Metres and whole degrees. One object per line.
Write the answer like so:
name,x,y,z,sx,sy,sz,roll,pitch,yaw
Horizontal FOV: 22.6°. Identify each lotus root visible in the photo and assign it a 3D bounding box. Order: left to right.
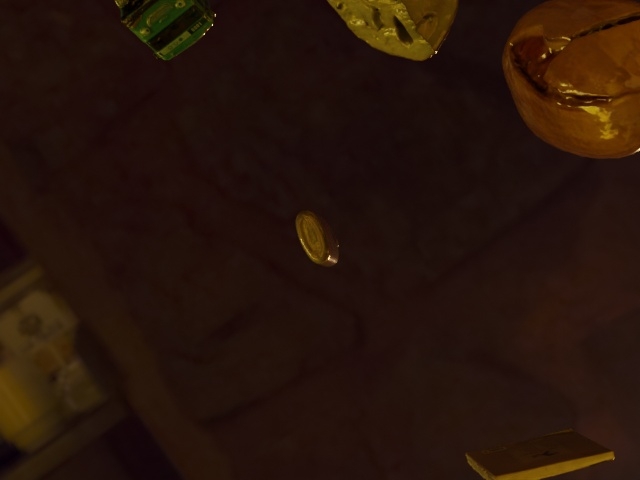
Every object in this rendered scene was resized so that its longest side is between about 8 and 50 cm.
lotus root,0.086,-0.361,2.160,0.138,0.235,0.119,-3,41,41

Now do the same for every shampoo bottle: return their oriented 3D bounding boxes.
shampoo bottle,0.000,0.000,2.298,0.040,0.080,0.165,-24,-7,7

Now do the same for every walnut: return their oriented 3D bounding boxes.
walnut,0.345,-0.195,1.921,0.203,0.203,0.298,-35,32,-18

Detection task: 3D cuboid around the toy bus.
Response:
toy bus,-0.167,-0.264,1.703,0.079,0.092,0.160,-37,33,13

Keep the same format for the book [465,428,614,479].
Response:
book,0.226,0.227,1.677,0.127,0.014,0.181,-12,1,-4
